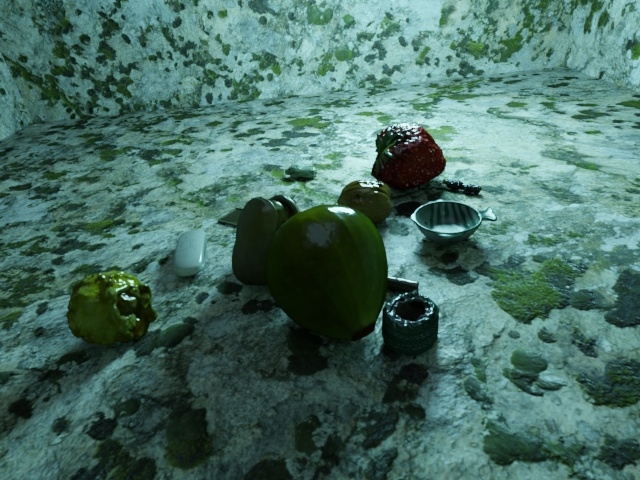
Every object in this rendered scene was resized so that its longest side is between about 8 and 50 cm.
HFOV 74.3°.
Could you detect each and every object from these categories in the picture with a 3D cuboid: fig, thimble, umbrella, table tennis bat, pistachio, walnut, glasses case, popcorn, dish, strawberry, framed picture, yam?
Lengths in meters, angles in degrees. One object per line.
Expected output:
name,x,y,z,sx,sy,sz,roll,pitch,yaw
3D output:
fig,0.029,0.084,0.976,0.317,0.315,0.316,-5,32,3
thimble,0.202,0.184,0.948,0.135,0.090,0.118,-25,39,-31
umbrella,-0.085,-0.294,1.811,0.144,0.062,0.067,4,64,15
table tennis bat,0.344,-0.118,1.482,0.157,0.013,0.087,-8,31,-1
pistachio,-0.150,0.003,1.140,0.197,0.287,0.166,39,32,30
walnut,0.145,-0.128,1.414,0.184,0.155,0.155,4,33,8
glasses case,-0.408,0.035,1.331,0.092,0.059,0.233,-8,33,-5
popcorn,-0.509,0.166,1.031,0.156,0.197,0.198,18,39,31
dish,0.400,-0.045,1.290,0.246,0.078,0.224,-3,32,7
umbrella,0.519,-0.200,1.558,0.144,0.037,0.040,22,20,36
strawberry,0.347,-0.309,1.595,0.289,0.249,0.238,11,19,-21
framed picture,-0.285,-0.083,1.546,0.149,0.011,0.109,13,36,30
yam,0.103,0.099,1.148,0.327,0.045,0.045,9,57,22

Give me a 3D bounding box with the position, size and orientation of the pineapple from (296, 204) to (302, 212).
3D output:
pineapple,-0.146,-0.035,1.310,0.193,0.166,0.166,-16,33,-16
